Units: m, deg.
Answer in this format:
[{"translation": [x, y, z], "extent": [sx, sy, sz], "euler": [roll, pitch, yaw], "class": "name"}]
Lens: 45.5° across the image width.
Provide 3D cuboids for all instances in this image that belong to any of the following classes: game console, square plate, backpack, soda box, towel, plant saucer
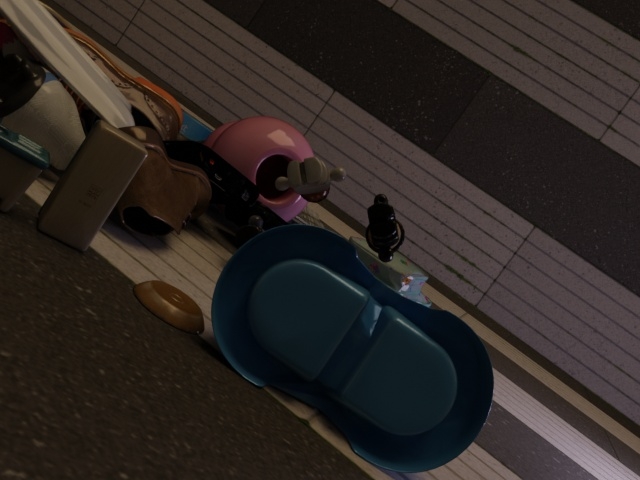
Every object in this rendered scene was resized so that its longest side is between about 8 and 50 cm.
[{"translation": [-0.133, -0.049, 1.262], "extent": [0.213, 0.043, 0.361], "euler": [10, -24, 50], "class": "game console"}, {"translation": [-0.373, -0.269, 1.068], "extent": [0.344, 0.049, 0.347], "euler": [48, -6, -14], "class": "square plate"}, {"translation": [0.097, 0.084, 1.279], "extent": [0.166, 0.144, 0.188], "euler": [33, 2, 32], "class": "backpack"}, {"translation": [-0.364, -0.301, 1.963], "extent": [0.210, 0.071, 0.067], "euler": [35, 7, 2], "class": "soda box"}, {"translation": [-0.105, -0.106, 1.945], "extent": [0.312, 0.056, 0.324], "euler": [33, 7, -15], "class": "towel"}, {"translation": [-0.149, 0.063, 0.771], "extent": [0.083, 0.015, 0.083], "euler": [34, 7, -5], "class": "plant saucer"}]

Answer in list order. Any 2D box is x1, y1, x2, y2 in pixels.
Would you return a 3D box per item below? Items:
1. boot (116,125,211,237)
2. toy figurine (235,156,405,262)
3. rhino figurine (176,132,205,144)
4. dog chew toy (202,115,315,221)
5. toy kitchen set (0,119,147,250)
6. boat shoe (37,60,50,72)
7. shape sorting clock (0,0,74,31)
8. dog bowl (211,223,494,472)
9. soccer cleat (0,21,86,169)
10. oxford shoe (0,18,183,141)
[{"translation": [-0.213, -0.049, 1.011], "extent": [0.305, 0.113, 0.115], "euler": [48, 26, -79], "class": "boot"}, {"translation": [0.000, 0.000, 1.113], "extent": [0.210, 0.213, 0.148], "euler": [34, -3, 11], "class": "toy figurine"}, {"translation": [-0.257, -0.181, 1.666], "extent": [0.243, 0.073, 0.106], "euler": [31, 5, -16], "class": "rhino figurine"}, {"translation": [-0.144, -0.141, 1.468], "extent": [0.207, 0.206, 0.332], "euler": [31, -3, -29], "class": "dog chew toy"}, {"translation": [-0.305, -0.112, 0.775], "extent": [0.207, 0.122, 0.166], "euler": [31, 8, -28], "class": "toy kitchen set"}, {"translation": [-0.465, -0.256, 1.196], "extent": [0.219, 0.070, 0.078], "euler": [34, 7, -4], "class": "boat shoe"}, {"translation": [-0.533, -0.367, 1.351], "extent": [0.206, 0.040, 0.206], "euler": [9, -23, 4], "class": "shape sorting clock"}, {"translation": [0.030, 0.105, 0.773], "extent": [0.297, 0.165, 0.074], "euler": [34, -4, -4], "class": "dog bowl"}, {"translation": [-0.399, -0.185, 0.986], "extent": [0.331, 0.116, 0.143], "euler": [40, -13, 47], "class": "soccer cleat"}, {"translation": [-0.408, -0.260, 1.302], "extent": [0.364, 0.130, 0.132], "euler": [24, 28, -16], "class": "oxford shoe"}]
